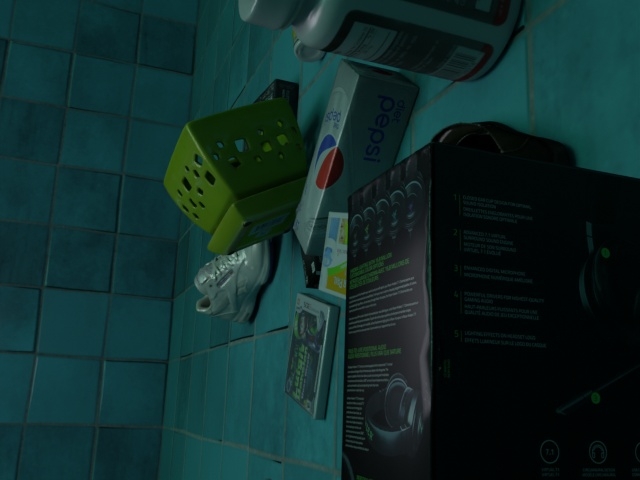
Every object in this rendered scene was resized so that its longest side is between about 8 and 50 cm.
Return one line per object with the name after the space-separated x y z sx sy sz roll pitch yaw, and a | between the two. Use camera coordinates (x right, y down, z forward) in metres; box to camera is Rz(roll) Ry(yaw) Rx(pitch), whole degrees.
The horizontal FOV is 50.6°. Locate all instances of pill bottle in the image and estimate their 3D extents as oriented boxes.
-0.025 -0.418 1.351 0.065 0.065 0.116 126 146 -52 | pill bottle
0.063 -0.282 0.754 0.161 0.283 0.161 -172 90 -70 | pill bottle

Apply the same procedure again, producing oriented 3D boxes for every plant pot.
-0.144 -0.112 1.311 0.207 0.228 0.227 61 148 12 | plant pot

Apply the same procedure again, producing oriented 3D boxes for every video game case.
-0.019 0.196 1.189 0.173 0.022 0.190 -170 87 -70 | video game case

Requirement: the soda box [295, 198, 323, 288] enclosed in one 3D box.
0.000 0.000 1.149 0.053 0.060 0.169 119 150 -48 | soda box

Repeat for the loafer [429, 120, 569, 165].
0.164 -0.091 0.711 0.220 0.078 0.080 -154 72 -68 | loafer

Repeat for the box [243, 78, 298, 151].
-0.120 -0.244 1.558 0.233 0.059 0.183 159 117 -66 | box

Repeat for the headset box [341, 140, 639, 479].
0.148 0.084 0.453 0.131 0.246 0.283 150 123 -66 | headset box

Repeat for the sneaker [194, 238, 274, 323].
-0.196 0.072 1.524 0.114 0.152 0.305 -105 31 -50 | sneaker

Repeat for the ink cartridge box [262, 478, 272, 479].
0.029 0.341 0.480 0.324 0.071 0.330 62 168 -4 | ink cartridge box

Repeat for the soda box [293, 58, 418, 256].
0.045 -0.115 1.015 0.091 0.098 0.286 -118 40 -57 | soda box

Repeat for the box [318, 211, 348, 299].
0.084 0.026 0.850 0.203 0.103 0.114 -172 90 -70 | box
